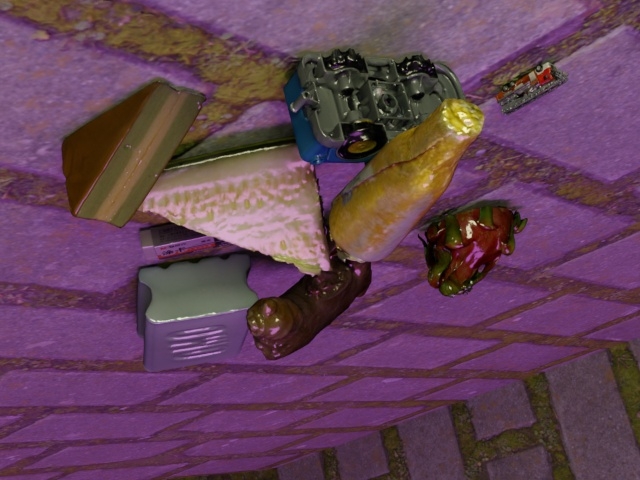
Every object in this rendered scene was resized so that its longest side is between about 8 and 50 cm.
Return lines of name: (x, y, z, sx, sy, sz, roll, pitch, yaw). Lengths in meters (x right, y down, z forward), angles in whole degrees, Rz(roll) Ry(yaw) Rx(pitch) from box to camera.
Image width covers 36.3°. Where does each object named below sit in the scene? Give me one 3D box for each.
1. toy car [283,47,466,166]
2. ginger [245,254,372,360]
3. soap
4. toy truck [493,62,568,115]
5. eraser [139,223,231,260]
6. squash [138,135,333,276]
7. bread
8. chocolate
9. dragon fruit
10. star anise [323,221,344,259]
toy car: (0.048, -0.118, 0.952, 0.191, 0.097, 0.100, -2, 157, -30)
ginger: (0.000, 0.083, 1.408, 0.333, 0.080, 0.166, -26, 155, -47)
soap: (-0.187, 0.112, 1.445, 0.160, 0.087, 0.265, -9, 160, -15)
toy truck: (0.227, -0.164, 1.048, 0.083, 0.032, 0.024, -30, 151, 35)
eraser: (-0.163, -0.005, 1.224, 0.122, 0.029, 0.052, -12, 160, -7)
squash: (-0.124, -0.025, 1.078, 0.252, 0.093, 0.169, -13, 116, -6)
bread: (-0.172, -0.081, 0.927, 0.139, 0.084, 0.074, -25, 157, 28)
chocolate: (0.080, -0.059, 0.888, 0.086, 0.085, 0.219, -4, 155, -26)
dragon fruit: (0.215, 0.012, 1.437, 0.142, 0.174, 0.138, 11, 161, 27)
star anise: (-0.010, 0.001, 1.312, 0.129, 0.056, 0.124, -8, -178, 15)
